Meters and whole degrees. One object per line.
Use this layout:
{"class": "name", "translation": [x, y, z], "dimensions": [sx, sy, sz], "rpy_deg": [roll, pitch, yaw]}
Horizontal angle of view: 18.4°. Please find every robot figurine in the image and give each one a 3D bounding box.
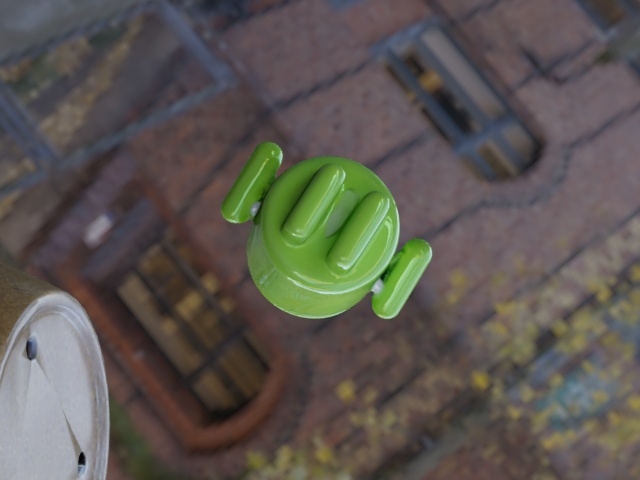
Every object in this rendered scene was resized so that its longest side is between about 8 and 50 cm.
{"class": "robot figurine", "translation": [0.000, 0.000, 0.950], "dimensions": [0.067, 0.101, 0.115], "rpy_deg": [-60, 180, -17]}

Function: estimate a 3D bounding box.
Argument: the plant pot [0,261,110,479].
{"class": "plant pot", "translation": [-0.218, 0.070, 0.750], "dimensions": [0.254, 0.237, 0.237], "rpy_deg": [1, -178, 15]}
